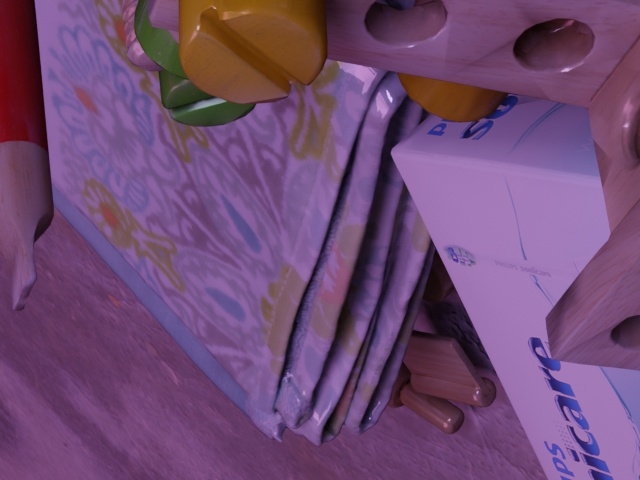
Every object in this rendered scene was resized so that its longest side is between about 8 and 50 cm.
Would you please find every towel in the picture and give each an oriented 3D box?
[{"bbox_3d":[-0.078,-0.105,0.798,0.374,0.090,0.320,46,149,21],"label":"towel"}]

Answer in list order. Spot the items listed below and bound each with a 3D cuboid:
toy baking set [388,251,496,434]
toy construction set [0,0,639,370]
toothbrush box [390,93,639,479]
[{"bbox_3d":[0.002,0.005,0.935,0.256,0.030,0.197,30,146,34],"label":"toy baking set"},{"bbox_3d":[0.014,-0.056,0.439,0.257,0.237,0.309,18,143,-42],"label":"toy construction set"},{"bbox_3d":[0.194,0.034,0.554,0.295,0.126,0.216,11,136,52],"label":"toothbrush box"}]
